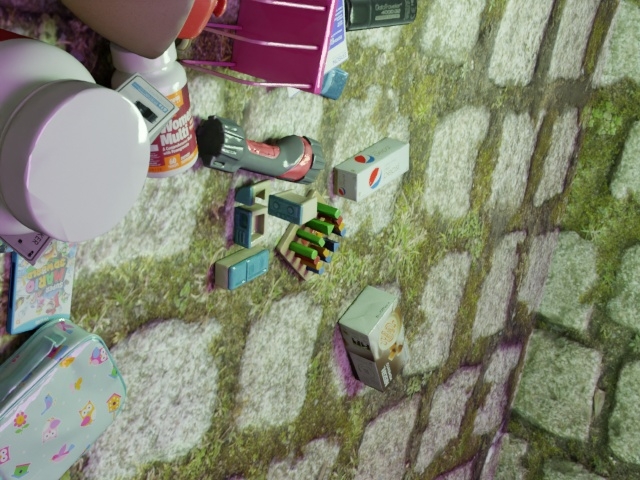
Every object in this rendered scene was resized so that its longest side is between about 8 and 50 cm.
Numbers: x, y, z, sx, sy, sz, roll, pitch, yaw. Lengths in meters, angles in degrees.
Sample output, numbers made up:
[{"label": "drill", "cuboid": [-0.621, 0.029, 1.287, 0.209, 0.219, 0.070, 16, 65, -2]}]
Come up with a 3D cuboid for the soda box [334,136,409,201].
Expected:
[{"label": "soda box", "cuboid": [0.120, -0.167, 2.243, 0.216, 0.069, 0.074, -34, 134, -44]}]

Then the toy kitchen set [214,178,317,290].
[{"label": "toy kitchen set", "cuboid": [-0.107, 0.003, 1.905, 0.122, 0.166, 0.207, -27, 129, -47]}]

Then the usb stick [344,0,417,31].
[{"label": "usb stick", "cuboid": [0.124, -0.495, 2.081, 0.278, 0.045, 0.077, -21, 118, -50]}]

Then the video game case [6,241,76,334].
[{"label": "video game case", "cuboid": [-0.449, 0.062, 1.565, 0.119, 0.015, 0.166, -15, 120, -53]}]

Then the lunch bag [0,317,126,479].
[{"label": "lunch bag", "cuboid": [-0.456, 0.269, 1.588, 0.279, 0.107, 0.224, -48, 141, -30]}]

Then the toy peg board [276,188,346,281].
[{"label": "toy peg board", "cuboid": [0.000, 0.000, 2.149, 0.161, 0.079, 0.161, -59, 147, -14]}]

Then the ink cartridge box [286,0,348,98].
[{"label": "ink cartridge box", "cuboid": [-0.026, -0.415, 1.900, 0.206, 0.045, 0.208, -40, 137, -38]}]

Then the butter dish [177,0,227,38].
[{"label": "butter dish", "cuboid": [-0.201, -0.377, 1.490, 0.118, 0.160, 0.160, 12, 119, -27]}]

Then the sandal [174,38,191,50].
[{"label": "sandal", "cuboid": [-0.238, -0.398, 1.581, 0.049, 0.072, 0.180, -10, 123, -30]}]

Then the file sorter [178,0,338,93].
[{"label": "file sorter", "cuboid": [-0.104, -0.414, 1.635, 0.182, 0.202, 0.291, -10, 116, -53]}]

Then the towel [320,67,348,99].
[{"label": "towel", "cuboid": [0.012, -0.336, 2.019, 0.119, 0.029, 0.067, 13, 98, -58]}]

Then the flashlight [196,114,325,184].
[{"label": "flashlight", "cuboid": [-0.114, -0.177, 1.864, 0.103, 0.103, 0.304, -50, 149, 19]}]

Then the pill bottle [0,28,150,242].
[{"label": "pill bottle", "cuboid": [-0.405, -0.140, 1.140, 0.229, 0.407, 0.229, -34, 135, -43]}]

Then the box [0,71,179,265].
[{"label": "box", "cuboid": [-0.340, -0.110, 1.408, 0.169, 0.087, 0.290, -42, -169, 39]}]

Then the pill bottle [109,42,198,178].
[{"label": "pill bottle", "cuboid": [-0.271, -0.222, 1.568, 0.121, 0.121, 0.221, -39, 138, -39]}]

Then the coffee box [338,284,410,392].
[{"label": "coffee box", "cuboid": [0.141, 0.256, 2.491, 0.141, 0.098, 0.247, -48, 143, -30]}]

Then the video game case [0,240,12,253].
[{"label": "video game case", "cuboid": [-0.449, -0.071, 1.388, 0.201, 0.023, 0.183, -65, 175, 6]}]

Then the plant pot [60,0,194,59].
[{"label": "plant pot", "cuboid": [-0.288, -0.414, 1.337, 0.190, 0.284, 0.284, 12, 99, -28]}]
